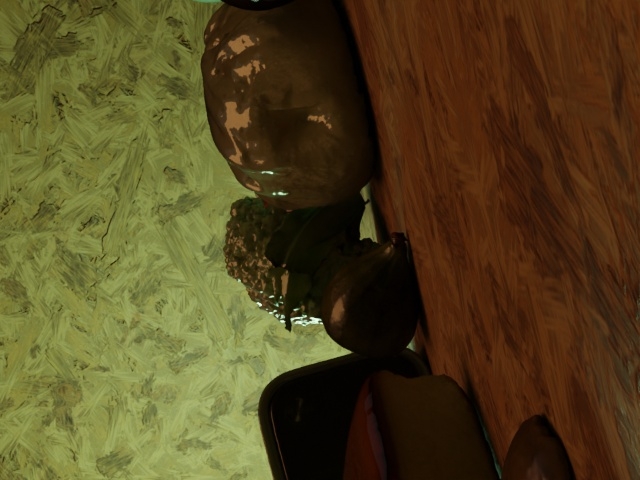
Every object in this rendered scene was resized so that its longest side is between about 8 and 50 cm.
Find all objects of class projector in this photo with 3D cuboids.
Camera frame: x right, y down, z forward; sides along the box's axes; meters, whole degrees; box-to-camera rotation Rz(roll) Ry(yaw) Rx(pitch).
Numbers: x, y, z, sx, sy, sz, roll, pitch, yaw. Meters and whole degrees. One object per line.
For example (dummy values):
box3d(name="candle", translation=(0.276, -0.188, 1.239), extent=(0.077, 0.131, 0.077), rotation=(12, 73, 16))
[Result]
box3d(name="projector", translation=(0.051, 0.302, 1.965), extent=(0.249, 0.248, 0.249), rotation=(89, 166, -78))

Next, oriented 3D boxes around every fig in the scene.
box3d(name="fig", translation=(0.081, 0.063, 1.804), extent=(0.185, 0.133, 0.126), rotation=(-65, -4, 14))

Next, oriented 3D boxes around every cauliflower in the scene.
box3d(name="cauliflower", translation=(0.000, 0.000, 2.058), extent=(0.256, 0.315, 0.239), rotation=(1, 139, 45))

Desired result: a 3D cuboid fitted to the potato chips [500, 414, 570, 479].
box3d(name="potato chips", translation=(0.180, 0.231, 1.127), extent=(0.202, 0.049, 0.150), rotation=(94, 156, -63))

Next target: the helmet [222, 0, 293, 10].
box3d(name="helmet", translation=(-0.080, -0.383, 1.656), extent=(0.193, 0.189, 0.216), rotation=(75, 171, -62))

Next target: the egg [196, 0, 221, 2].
box3d(name="egg", translation=(-0.199, -0.568, 2.157), extent=(0.276, 0.276, 0.389), rotation=(106, 152, -84))

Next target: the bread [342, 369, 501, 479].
box3d(name="bread", translation=(0.118, 0.362, 1.533), extent=(0.333, 0.143, 0.324), rotation=(96, 164, -48))

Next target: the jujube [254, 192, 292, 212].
box3d(name="jujube", translation=(-0.037, -0.115, 2.394), extent=(0.250, 0.174, 0.174), rotation=(-103, 1, -48))

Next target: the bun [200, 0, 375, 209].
box3d(name="bun", translation=(-0.056, -0.200, 1.901), extent=(0.360, 0.210, 0.360), rotation=(165, 90, -88))
